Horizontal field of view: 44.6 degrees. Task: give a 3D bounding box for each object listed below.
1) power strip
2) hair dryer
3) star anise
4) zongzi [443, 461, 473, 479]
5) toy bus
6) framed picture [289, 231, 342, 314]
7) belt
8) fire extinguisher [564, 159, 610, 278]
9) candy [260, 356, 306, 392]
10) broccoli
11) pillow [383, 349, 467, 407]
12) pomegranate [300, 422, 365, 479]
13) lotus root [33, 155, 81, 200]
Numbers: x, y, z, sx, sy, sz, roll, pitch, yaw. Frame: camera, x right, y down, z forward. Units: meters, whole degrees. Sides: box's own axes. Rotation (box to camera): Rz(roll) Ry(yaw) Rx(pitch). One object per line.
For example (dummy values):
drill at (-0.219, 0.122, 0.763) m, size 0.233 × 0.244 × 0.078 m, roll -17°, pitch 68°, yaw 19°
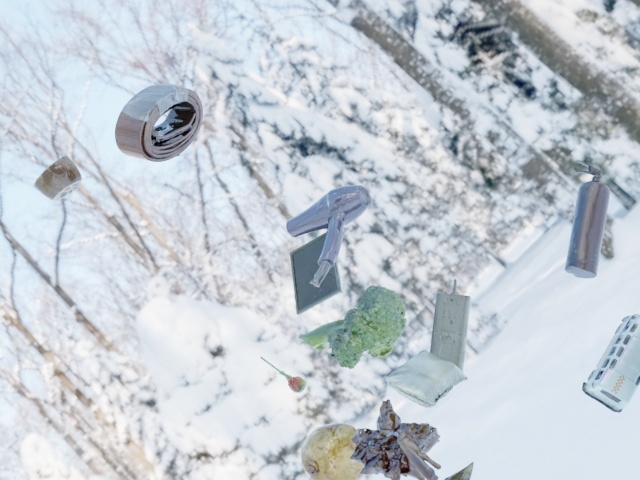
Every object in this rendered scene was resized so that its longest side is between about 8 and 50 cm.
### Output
power strip at (0.339, 0.231, 2.044) m, size 0.034 × 0.092 × 0.267 m, roll 30°, pitch -114°, yaw -61°
hair dryer at (0.000, 0.000, 2.381) m, size 0.301 × 0.121 × 0.361 m, roll -24°, pitch 36°, yaw 33°
star anise at (0.191, 0.477, 1.793) m, size 0.346 × 0.238 × 0.148 m, roll -148°, pitch 58°, yaw -76°
zongzi at (0.313, 0.532, 1.771) m, size 0.083 × 0.040 × 0.076 m, roll -68°, pitch 15°, yaw -9°
toy bus at (0.589, 0.227, 1.495) m, size 0.194 × 0.087 × 0.089 m, roll -54°, pitch -12°, yaw -14°
framed picture at (-0.019, 0.101, 2.548) m, size 0.184 × 0.249 × 0.016 m, roll -31°, pitch -42°, yaw 26°
belt at (-0.410, -0.306, 2.012) m, size 0.261 × 0.105 × 0.184 m, roll -37°, pitch -45°, yaw -51°
fire extinguisher at (0.601, -0.052, 1.771) m, size 0.072 × 0.089 × 0.267 m, roll 61°, pitch -138°, yaw -70°
candy at (-0.128, 0.449, 2.639) m, size 0.060 × 0.201 × 0.060 m, roll -42°, pitch 21°, yaw 20°
broccoli at (0.109, 0.270, 2.168) m, size 0.302 × 0.186 × 0.254 m, roll -43°, pitch 12°, yaw 10°
pillow at (0.244, 0.312, 1.778) m, size 0.229 × 0.128 × 0.050 m, roll -16°, pitch -49°, yaw -57°
pomegranate at (0.040, 0.684, 2.456) m, size 0.215 × 0.215 × 0.215 m, roll -44°, pitch -9°, yaw -9°
lotus root at (-0.699, -0.159, 2.078) m, size 0.112 × 0.081 × 0.122 m, roll -38°, pitch 2°, yaw -30°
